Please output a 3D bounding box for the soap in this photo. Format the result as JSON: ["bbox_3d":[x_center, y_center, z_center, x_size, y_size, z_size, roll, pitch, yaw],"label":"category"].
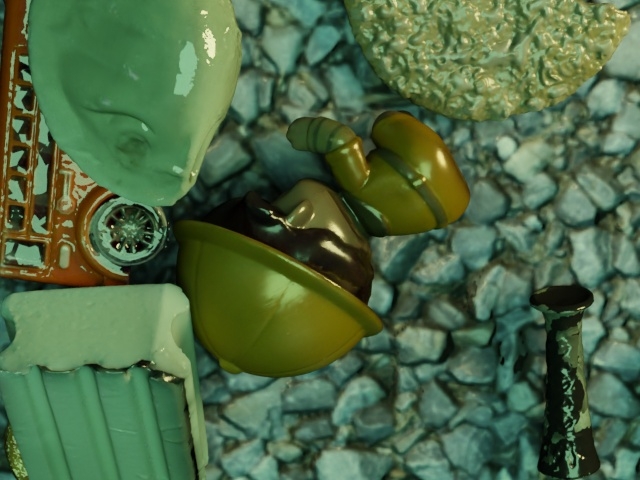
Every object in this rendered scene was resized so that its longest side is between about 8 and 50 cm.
[{"bbox_3d":[-0.171,0.143,1.340,0.150,0.094,0.261,0,143,1],"label":"soap"}]

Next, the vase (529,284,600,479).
[{"bbox_3d":[0.217,0.126,1.446,0.059,0.059,0.167,-6,107,-3],"label":"vase"}]

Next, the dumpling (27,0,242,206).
[{"bbox_3d":[-0.124,-0.135,1.181,0.152,0.108,0.219,9,90,33],"label":"dumpling"}]

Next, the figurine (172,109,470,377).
[{"bbox_3d":[0.002,0.003,1.332,0.257,0.167,0.192,-38,133,4],"label":"figurine"}]

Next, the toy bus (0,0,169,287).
[{"bbox_3d":[-0.185,-0.132,1.291,0.153,0.143,0.329,6,107,-8],"label":"toy bus"}]

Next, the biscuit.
[{"bbox_3d":[0.126,-0.165,1.364,0.250,0.032,0.133,15,106,-10],"label":"biscuit"}]

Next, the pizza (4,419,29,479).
[{"bbox_3d":[-0.261,0.186,1.448,0.037,0.016,0.083,-7,104,-2],"label":"pizza"}]
